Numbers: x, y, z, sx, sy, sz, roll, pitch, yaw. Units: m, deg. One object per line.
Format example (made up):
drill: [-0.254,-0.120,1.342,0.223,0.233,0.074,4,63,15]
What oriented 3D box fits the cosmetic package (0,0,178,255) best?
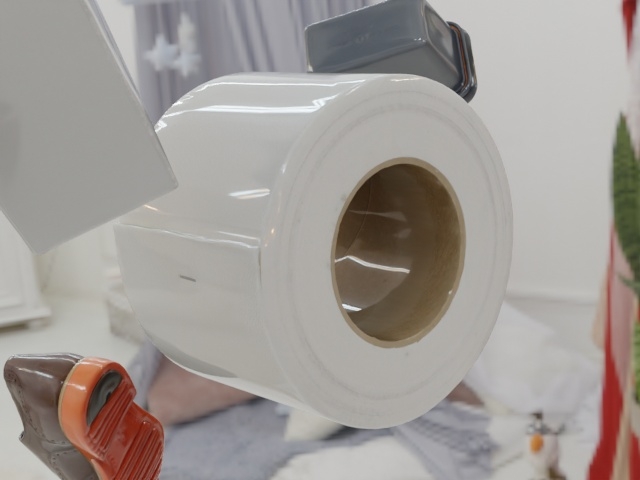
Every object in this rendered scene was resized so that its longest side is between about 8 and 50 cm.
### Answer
cosmetic package: [-0.206,-0.210,0.594,0.097,0.377,0.284,-27,56,-5]

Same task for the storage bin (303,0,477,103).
storage bin: [0.052,-0.159,1.042,0.135,0.098,0.091,-14,-26,19]

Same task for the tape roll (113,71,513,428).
tape roll: [0.000,0.000,0.895,0.246,0.246,0.169,-17,18,-40]

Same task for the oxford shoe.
oxford shoe: [-0.211,0.181,1.123,0.098,0.271,0.097,14,53,17]
